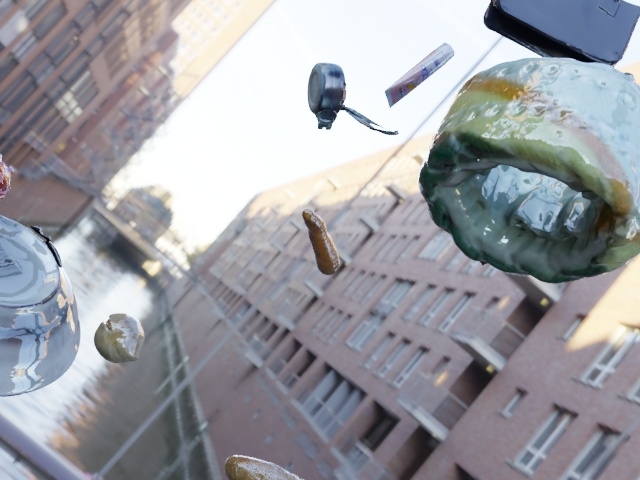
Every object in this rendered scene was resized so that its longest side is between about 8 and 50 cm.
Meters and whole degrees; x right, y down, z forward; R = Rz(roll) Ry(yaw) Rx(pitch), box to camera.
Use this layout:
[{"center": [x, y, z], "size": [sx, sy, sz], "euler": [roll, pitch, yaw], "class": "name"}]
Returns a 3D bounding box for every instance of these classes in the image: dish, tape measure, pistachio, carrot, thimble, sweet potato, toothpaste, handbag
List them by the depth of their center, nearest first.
[{"center": [0.259, -0.076, 0.984], "size": [0.288, 0.167, 0.254], "euler": [4, -36, 46], "class": "thimble"}, {"center": [-0.443, 0.052, 1.154], "size": [0.316, 0.106, 0.316], "euler": [30, 31, -20], "class": "dish"}, {"center": [0.064, -0.258, 1.579], "size": [0.180, 0.107, 0.104], "euler": [12, 36, -6], "class": "tape measure"}, {"center": [-0.038, 0.523, 1.695], "size": [0.341, 0.114, 0.092], "euler": [41, 32, 2], "class": "sweet potato"}, {"center": [0.225, -0.382, 1.997], "size": [0.043, 0.194, 0.067], "euler": [45, -10, 31], "class": "toothpaste"}, {"center": [0.000, 0.000, 2.001], "size": [0.059, 0.059, 0.248], "euler": [36, -20, 34], "class": "carrot"}, {"center": [0.568, -0.537, 2.036], "size": [0.326, 0.269, 0.118], "euler": [30, -26, 2], "class": "handbag"}, {"center": [-0.476, 0.235, 2.075], "size": [0.124, 0.124, 0.185], "euler": [41, -5, -3], "class": "pistachio"}]

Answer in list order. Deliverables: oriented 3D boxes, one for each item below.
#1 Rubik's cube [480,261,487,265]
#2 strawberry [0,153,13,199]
[{"center": [0.444, -0.117, 1.980], "size": [0.248, 0.250, 0.246], "euler": [-5, -39, 34], "class": "Rubik's cube"}, {"center": [-0.609, -0.121, 1.397], "size": [0.187, 0.184, 0.201], "euler": [19, -31, 13], "class": "strawberry"}]
